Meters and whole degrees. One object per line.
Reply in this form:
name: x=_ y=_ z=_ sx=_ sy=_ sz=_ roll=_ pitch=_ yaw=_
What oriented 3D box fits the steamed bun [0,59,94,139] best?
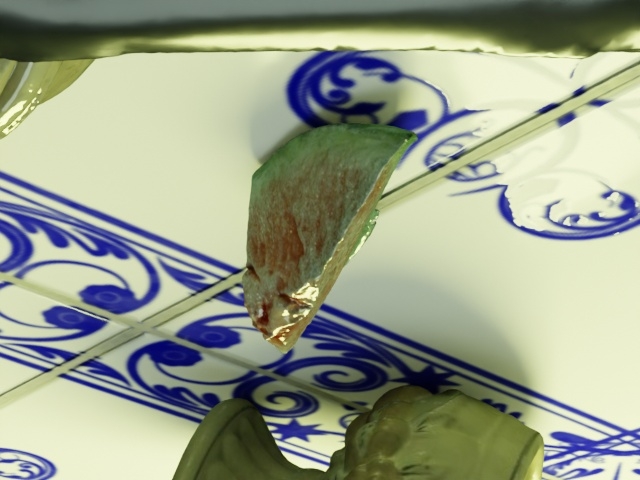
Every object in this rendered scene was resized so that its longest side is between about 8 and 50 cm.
steamed bun: x=-0.183 y=-0.106 z=0.589 sx=0.211 sy=0.144 sz=0.218 roll=4 pitch=151 yaw=-2

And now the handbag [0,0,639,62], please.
handbag: x=-0.004 y=-0.186 z=0.397 sx=0.302 sy=0.178 sz=0.275 roll=-1 pitch=136 yaw=3

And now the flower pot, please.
flower pot: x=0.014 y=0.244 z=1.097 sx=0.244 sy=0.307 sz=0.307 roll=13 pitch=154 yaw=13

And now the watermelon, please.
watermelon: x=0.001 y=-0.009 z=0.826 sx=0.081 sy=0.094 sz=0.180 roll=11 pitch=136 yaw=-9
